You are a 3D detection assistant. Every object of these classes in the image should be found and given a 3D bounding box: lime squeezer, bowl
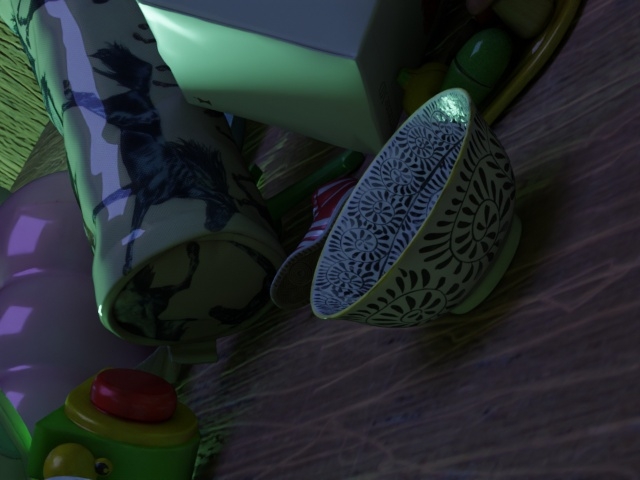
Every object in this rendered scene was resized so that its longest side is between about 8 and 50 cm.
[{"bbox_3d":[-0.057,-0.039,1.701,0.110,0.059,0.310,-61,15,-9],"label":"lime squeezer"},{"bbox_3d":[0.074,-0.005,1.180,0.170,0.080,0.170,-52,16,22],"label":"bowl"}]

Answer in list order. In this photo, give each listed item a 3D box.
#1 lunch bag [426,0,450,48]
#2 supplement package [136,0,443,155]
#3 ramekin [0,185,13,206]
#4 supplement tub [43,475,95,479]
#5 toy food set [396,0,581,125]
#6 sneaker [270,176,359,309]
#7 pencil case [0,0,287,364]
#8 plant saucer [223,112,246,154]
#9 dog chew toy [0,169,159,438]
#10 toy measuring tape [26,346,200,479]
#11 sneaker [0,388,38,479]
[{"bbox_3d":[0.012,-0.244,1.678,0.235,0.169,0.287,-62,20,-15],"label":"lunch bag"},{"bbox_3d":[0.009,-0.243,1.416,0.177,0.175,0.293,68,-139,-68],"label":"supplement package"},{"bbox_3d":[-0.385,0.063,2.086,0.148,0.303,0.303,-44,19,19],"label":"ramekin"},{"bbox_3d":[-0.181,0.279,1.293,0.144,0.144,0.199,-37,26,53],"label":"supplement tub"},{"bbox_3d":[0.122,-0.159,1.348,0.218,0.071,0.128,-49,17,28],"label":"toy food set"},{"bbox_3d":[0.000,0.000,1.470,0.118,0.042,0.067,-49,20,3],"label":"sneaker"},{"bbox_3d":[-0.161,-0.099,1.613,0.183,0.160,0.410,93,158,-58],"label":"pencil case"},{"bbox_3d":[-0.177,-0.058,2.042,0.317,0.044,0.317,-41,31,31],"label":"plant saucer"},{"bbox_3d":[-0.234,0.093,1.747,0.206,0.207,0.331,-44,28,41],"label":"dog chew toy"},{"bbox_3d":[-0.137,0.151,1.544,0.121,0.121,0.330,-53,-6,17],"label":"toy measuring tape"},{"bbox_3d":[-0.282,0.242,1.401,0.127,0.319,0.208,-15,11,10],"label":"sneaker"}]
